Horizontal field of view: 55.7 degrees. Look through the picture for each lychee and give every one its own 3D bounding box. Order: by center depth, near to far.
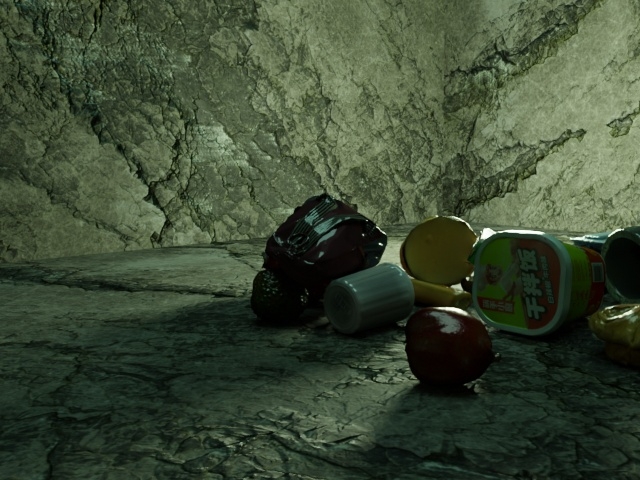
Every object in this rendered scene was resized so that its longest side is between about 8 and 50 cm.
[{"bbox_3d":[-0.113,0.158,1.701,0.171,0.171,0.171,-1,7,0],"label":"lychee"}]

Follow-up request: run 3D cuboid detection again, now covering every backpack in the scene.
[{"bbox_3d":[0.000,0.000,1.709,0.283,0.197,0.317,35,38,28],"label":"backpack"}]

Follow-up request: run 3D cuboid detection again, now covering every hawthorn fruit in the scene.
[{"bbox_3d":[0.264,0.212,1.211,0.188,0.168,0.169,0,7,16],"label":"hawthorn fruit"}]

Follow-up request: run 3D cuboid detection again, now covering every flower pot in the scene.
[{"bbox_3d":[1.032,0.066,1.787,0.283,0.298,0.299,-7,8,-14],"label":"flower pot"}]

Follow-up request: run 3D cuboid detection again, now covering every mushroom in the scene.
[{"bbox_3d":[0.518,0.143,1.980,0.127,0.087,0.127,3,6,0],"label":"mushroom"}]

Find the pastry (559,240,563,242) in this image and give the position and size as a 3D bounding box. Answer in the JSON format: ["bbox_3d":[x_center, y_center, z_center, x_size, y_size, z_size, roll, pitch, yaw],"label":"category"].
[{"bbox_3d":[0.783,0.088,2.032,0.192,0.182,0.093,-33,20,54],"label":"pastry"}]

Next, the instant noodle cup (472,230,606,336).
[{"bbox_3d":[0.611,0.112,1.645,0.308,0.293,0.294,3,3,-42],"label":"instant noodle cup"}]

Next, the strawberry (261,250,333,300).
[{"bbox_3d":[-0.015,0.090,1.978,0.343,0.292,0.292,33,25,31],"label":"strawberry"}]

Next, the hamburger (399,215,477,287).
[{"bbox_3d":[0.421,0.045,2.161,0.277,0.276,0.237,0,-5,5],"label":"hamburger"}]

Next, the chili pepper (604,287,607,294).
[{"bbox_3d":[0.824,0.144,1.895,0.253,0.099,0.083,-7,19,-41],"label":"chili pepper"}]

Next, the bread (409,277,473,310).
[{"bbox_3d":[0.354,0.169,1.848,0.093,0.073,0.239,13,0,-33],"label":"bread"}]

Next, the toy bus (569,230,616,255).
[{"bbox_3d":[1.024,0.066,2.125,0.313,0.190,0.152,-5,9,-31],"label":"toy bus"}]

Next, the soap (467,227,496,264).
[{"bbox_3d":[0.605,0.082,1.937,0.273,0.098,0.218,35,32,10],"label":"soap"}]

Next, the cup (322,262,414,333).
[{"bbox_3d":[0.116,0.176,1.646,0.202,0.221,0.167,-11,53,-40],"label":"cup"}]

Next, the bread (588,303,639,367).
[{"bbox_3d":[0.728,0.207,1.335,0.198,0.120,0.236,-7,10,-33],"label":"bread"}]
